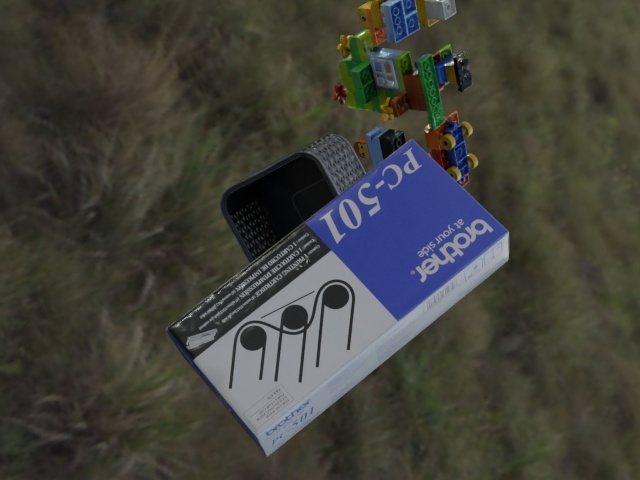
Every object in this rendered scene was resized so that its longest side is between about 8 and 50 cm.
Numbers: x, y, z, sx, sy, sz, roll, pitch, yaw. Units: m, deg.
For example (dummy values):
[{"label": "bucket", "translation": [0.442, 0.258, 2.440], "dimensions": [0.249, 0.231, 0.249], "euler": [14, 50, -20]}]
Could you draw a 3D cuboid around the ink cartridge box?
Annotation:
[{"label": "ink cartridge box", "translation": [0.013, 0.034, 0.836], "dimensions": [0.097, 0.207, 0.046], "euler": [46, -13, 25]}]

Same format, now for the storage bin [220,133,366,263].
[{"label": "storage bin", "translation": [0.000, 0.000, 1.279], "dimensions": [0.180, 0.122, 0.084], "euler": [62, 27, -4]}]

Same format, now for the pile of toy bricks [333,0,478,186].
[{"label": "pile of toy bricks", "translation": [0.054, -0.129, 1.082], "dimensions": [0.118, 0.105, 0.212], "euler": [-36, 125, -36]}]
